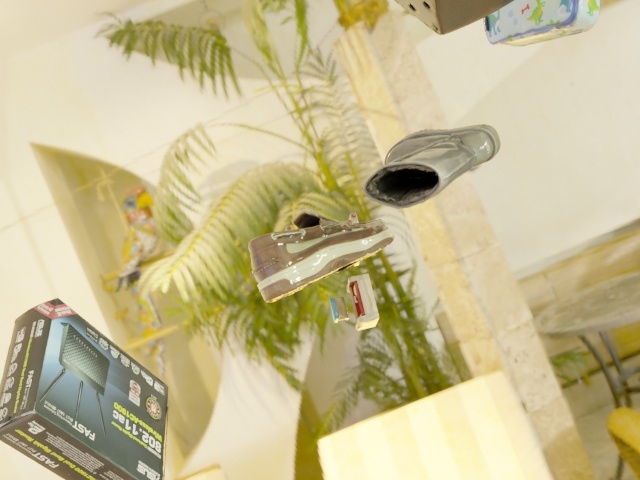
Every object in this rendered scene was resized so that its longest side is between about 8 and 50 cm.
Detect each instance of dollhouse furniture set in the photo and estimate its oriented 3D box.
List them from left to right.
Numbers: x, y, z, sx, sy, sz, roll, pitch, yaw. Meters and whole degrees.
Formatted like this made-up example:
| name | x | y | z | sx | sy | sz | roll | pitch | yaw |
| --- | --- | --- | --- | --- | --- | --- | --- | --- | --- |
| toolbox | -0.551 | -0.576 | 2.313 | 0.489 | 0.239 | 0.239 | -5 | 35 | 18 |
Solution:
| name | x | y | z | sx | sy | sz | roll | pitch | yaw |
| --- | --- | --- | --- | --- | --- | --- | --- | --- | --- |
| dollhouse furniture set | 0.020 | 0.065 | 1.436 | 0.129 | 0.183 | 0.129 | -12 | -18 | -6 |

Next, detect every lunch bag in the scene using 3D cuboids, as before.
| name | x | y | z | sx | sy | sz | roll | pitch | yaw |
| --- | --- | --- | --- | --- | --- | --- | --- | --- | --- |
| lunch bag | 0.390 | -0.448 | 1.448 | 0.090 | 0.176 | 0.219 | -1 | 2 | -34 |

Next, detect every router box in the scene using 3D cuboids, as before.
| name | x | y | z | sx | sy | sz | roll | pitch | yaw |
| --- | --- | --- | --- | --- | --- | --- | --- | --- | --- |
| router box | -0.152 | 0.109 | 0.529 | 0.038 | 0.122 | 0.092 | -27 | 40 | 17 |

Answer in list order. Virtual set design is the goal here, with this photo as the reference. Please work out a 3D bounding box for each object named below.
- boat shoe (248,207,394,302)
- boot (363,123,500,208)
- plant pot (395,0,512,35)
| name | x | y | z | sx | sy | sz | roll | pitch | yaw |
| --- | --- | --- | --- | --- | --- | --- | --- | --- | --- |
| boat shoe | 0.005 | -0.003 | 1.076 | 0.095 | 0.095 | 0.257 | -31 | -6 | 38 |
| boot | 0.117 | -0.087 | 1.026 | 0.190 | 0.076 | 0.208 | -17 | 15 | 41 |
| plant pot | 0.190 | -0.428 | 1.213 | 0.167 | 0.188 | 0.187 | -42 | -24 | -4 |
